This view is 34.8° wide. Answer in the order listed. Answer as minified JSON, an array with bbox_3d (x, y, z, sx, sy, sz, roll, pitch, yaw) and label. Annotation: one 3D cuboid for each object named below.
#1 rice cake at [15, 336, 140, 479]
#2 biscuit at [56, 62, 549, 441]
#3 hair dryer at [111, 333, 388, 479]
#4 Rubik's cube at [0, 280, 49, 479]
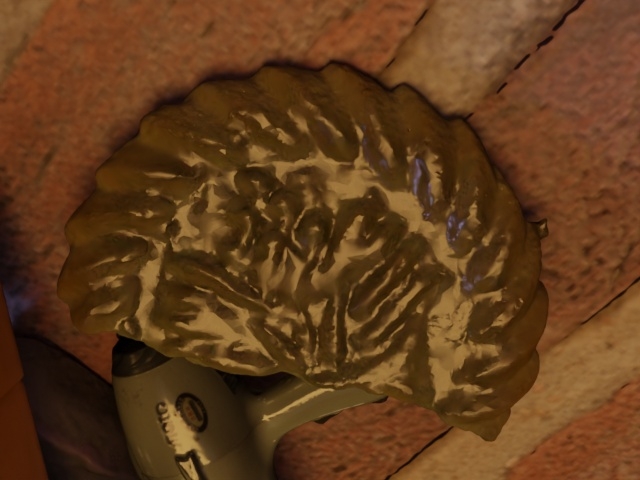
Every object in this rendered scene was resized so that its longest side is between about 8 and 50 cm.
[{"bbox_3d":[-0.080,0.208,0.710,0.064,0.070,0.399,-32,116,29],"label":"rice cake"},{"bbox_3d":[0.000,0.000,0.547,0.273,0.036,0.187,13,108,-2],"label":"biscuit"},{"bbox_3d":[-0.010,0.146,0.644,0.225,0.088,0.219,-3,111,0],"label":"hair dryer"},{"bbox_3d":[-0.333,0.086,0.466,0.290,0.291,0.292,-7,106,11],"label":"Rubik's cube"}]
